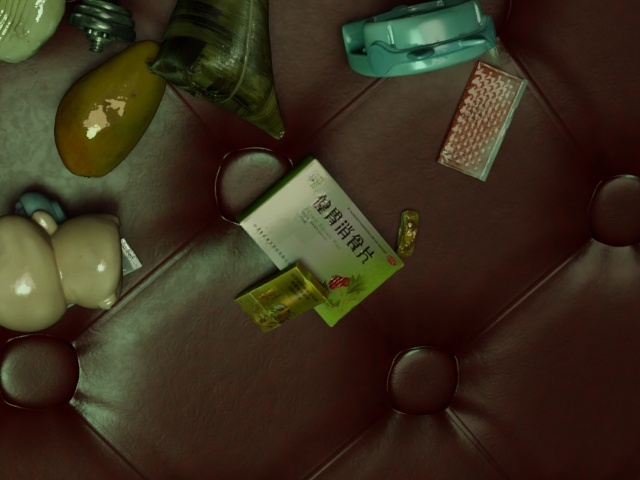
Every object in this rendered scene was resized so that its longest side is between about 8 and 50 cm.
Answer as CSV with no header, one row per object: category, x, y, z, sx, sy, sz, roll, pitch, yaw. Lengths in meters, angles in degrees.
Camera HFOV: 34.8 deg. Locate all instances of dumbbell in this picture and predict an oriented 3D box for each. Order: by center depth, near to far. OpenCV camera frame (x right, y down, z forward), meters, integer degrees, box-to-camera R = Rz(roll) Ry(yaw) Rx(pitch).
dumbbell,-0.323,-0.421,1.614,0.110,0.110,0.254,15,93,-15

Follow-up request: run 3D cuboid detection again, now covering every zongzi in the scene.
zongzi,-0.114,-0.334,1.681,0.288,0.134,0.285,29,80,-44

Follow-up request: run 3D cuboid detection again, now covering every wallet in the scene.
wallet,0.289,-0.213,1.833,0.103,0.020,0.196,19,99,-17

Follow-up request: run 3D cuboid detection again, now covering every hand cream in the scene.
hand cream,-0.415,0.075,1.751,0.216,0.038,0.052,-33,132,-8

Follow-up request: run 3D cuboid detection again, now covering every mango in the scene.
mango,-0.339,-0.218,1.649,0.138,0.113,0.253,34,92,-21

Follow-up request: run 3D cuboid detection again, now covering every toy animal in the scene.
toy animal,-0.425,0.050,1.644,0.221,0.210,0.229,21,62,2

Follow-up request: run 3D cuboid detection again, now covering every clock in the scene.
clock,0.168,-0.332,1.645,0.224,0.274,0.094,-16,106,-10

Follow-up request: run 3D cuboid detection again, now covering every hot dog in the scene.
hot dog,0.159,-0.010,1.848,0.030,0.034,0.090,5,102,-14

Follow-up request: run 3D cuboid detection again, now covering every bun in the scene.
bun,-0.483,-0.394,1.564,0.231,0.133,0.231,5,113,11

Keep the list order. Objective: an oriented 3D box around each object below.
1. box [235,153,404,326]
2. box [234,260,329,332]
box,0.000,0.001,1.803,0.175,0.062,0.260,-41,107,1
box,-0.069,0.101,1.791,0.156,0.022,0.089,-28,112,32
